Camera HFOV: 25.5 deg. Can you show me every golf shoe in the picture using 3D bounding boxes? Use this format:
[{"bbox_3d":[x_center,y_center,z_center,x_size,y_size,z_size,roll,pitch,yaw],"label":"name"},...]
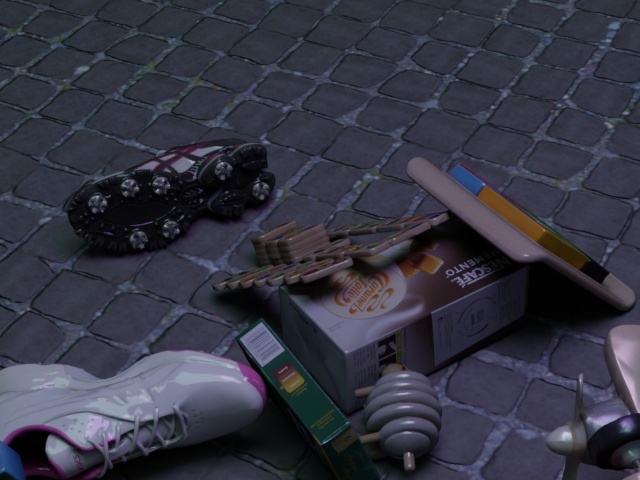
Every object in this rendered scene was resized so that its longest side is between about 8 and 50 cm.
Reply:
[{"bbox_3d":[-0.196,-0.062,1.792,0.273,0.105,0.120,-16,25,-23],"label":"golf shoe"},{"bbox_3d":[-0.206,0.194,1.451,0.306,0.115,0.140,-7,34,9],"label":"golf shoe"}]

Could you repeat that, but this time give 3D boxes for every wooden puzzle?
[{"bbox_3d":[0.235,-0.014,1.623,0.239,0.044,0.221,21,16,-47],"label":"wooden puzzle"}]

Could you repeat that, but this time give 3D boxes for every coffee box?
[{"bbox_3d":[0.095,0.074,1.585,0.246,0.098,0.141,-23,43,-22],"label":"coffee box"},{"bbox_3d":[-0.015,0.172,1.462,0.040,0.113,0.184,-35,48,-9],"label":"coffee box"}]

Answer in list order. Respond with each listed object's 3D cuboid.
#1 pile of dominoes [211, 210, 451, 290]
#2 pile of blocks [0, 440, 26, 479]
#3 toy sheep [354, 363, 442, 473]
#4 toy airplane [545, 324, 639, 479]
[{"bbox_3d":[0.000,0.000,1.621,0.196,0.040,0.251,-25,9,-31],"label":"pile of dominoes"},{"bbox_3d":[-0.400,0.218,1.361,0.362,0.112,0.149,4,62,26],"label":"pile of blocks"},{"bbox_3d":[0.084,0.185,1.468,0.091,0.091,0.132,-5,54,-2],"label":"toy sheep"},{"bbox_3d":[0.338,0.285,1.209,0.384,0.272,0.386,38,40,4],"label":"toy airplane"}]
